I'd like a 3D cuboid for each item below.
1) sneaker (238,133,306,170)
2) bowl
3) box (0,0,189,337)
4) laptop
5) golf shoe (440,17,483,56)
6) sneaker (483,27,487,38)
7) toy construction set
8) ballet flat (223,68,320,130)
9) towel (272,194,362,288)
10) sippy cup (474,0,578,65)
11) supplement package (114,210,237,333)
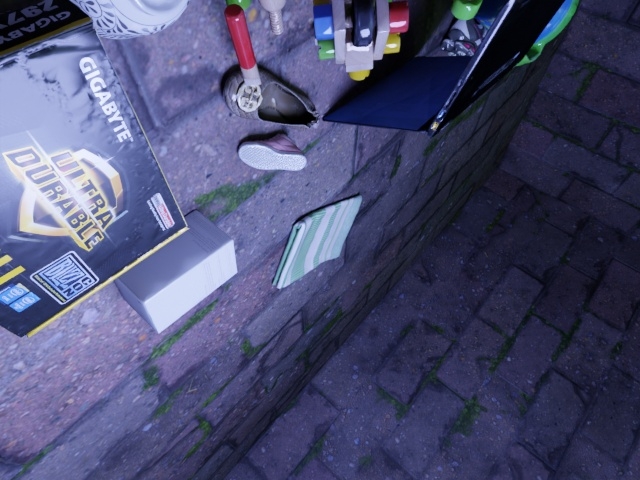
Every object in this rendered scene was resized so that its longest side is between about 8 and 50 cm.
[{"bbox_3d":[-0.097,-0.173,0.785,0.135,0.070,0.051,3,135,-30],"label":"sneaker"},{"bbox_3d":[-0.182,-0.275,0.409,0.170,0.080,0.170,-43,157,-24],"label":"bowl"},{"bbox_3d":[-0.313,-0.054,0.456,0.257,0.079,0.321,-37,154,-23],"label":"box"},{"bbox_3d":[0.251,-0.392,0.793,0.382,0.236,0.407,-42,167,-29],"label":"laptop"},{"bbox_3d":[0.448,-0.579,1.205,0.273,0.105,0.120,-12,124,-59],"label":"golf shoe"},{"bbox_3d":[0.560,-0.670,1.308,0.121,0.099,0.262,-52,157,7],"label":"sneaker"},{"bbox_3d":[0.015,-0.317,0.609,0.309,0.257,0.237,-29,166,-8],"label":"toy construction set"},{"bbox_3d":[-0.071,-0.235,0.719,0.250,0.058,0.084,-5,127,-62],"label":"ballet flat"},{"bbox_3d":[0.000,0.000,1.238,0.325,0.038,0.247,-24,143,-51],"label":"towel"},{"bbox_3d":[0.487,-0.622,1.031,0.224,0.305,0.240,-5,148,-40],"label":"sippy cup"},{"bbox_3d":[-0.250,0.051,0.717,0.179,0.105,0.105,-40,155,-32],"label":"supplement package"}]
